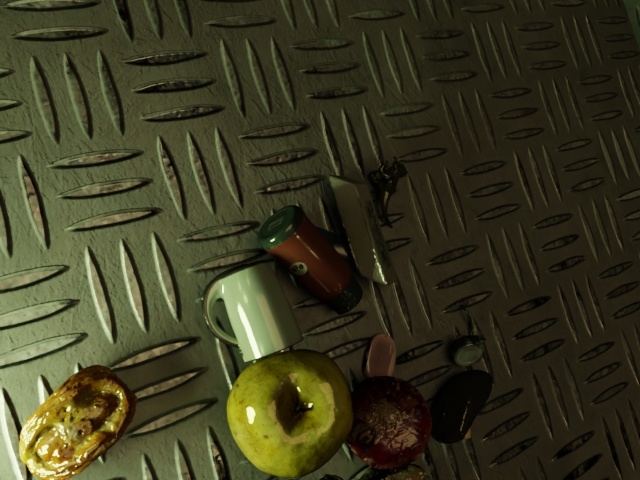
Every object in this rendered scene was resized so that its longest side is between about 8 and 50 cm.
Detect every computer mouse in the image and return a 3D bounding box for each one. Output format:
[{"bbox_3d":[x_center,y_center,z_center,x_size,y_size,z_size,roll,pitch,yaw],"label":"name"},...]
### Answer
[{"bbox_3d":[0.407,0.472,1.733,0.270,0.137,0.086,-47,109,-28],"label":"computer mouse"}]

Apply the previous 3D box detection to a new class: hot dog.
[{"bbox_3d":[-0.531,0.401,1.281,0.175,0.114,0.259,48,62,-10],"label":"hot dog"}]

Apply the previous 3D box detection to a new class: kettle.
[{"bbox_3d":[-0.183,0.180,1.483,0.221,0.161,0.236,-19,86,-19],"label":"kettle"}]

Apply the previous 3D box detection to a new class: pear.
[{"bbox_3d":[-0.072,0.418,1.418,0.303,0.304,0.304,6,77,-26],"label":"pear"}]

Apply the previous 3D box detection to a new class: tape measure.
[{"bbox_3d":[0.444,0.302,1.847,0.107,0.104,0.180,-8,48,-6],"label":"tape measure"}]

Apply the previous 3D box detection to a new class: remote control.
[{"bbox_3d":[0.000,0.000,1.676,0.222,0.042,0.072,19,70,-22],"label":"remote control"}]

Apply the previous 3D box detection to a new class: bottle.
[{"bbox_3d":[-0.016,0.067,1.587,0.336,0.144,0.144,49,62,-25],"label":"bottle"}]

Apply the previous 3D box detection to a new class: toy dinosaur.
[{"bbox_3d":[0.238,-0.162,1.808,0.187,0.087,0.179,-41,98,-26],"label":"toy dinosaur"}]

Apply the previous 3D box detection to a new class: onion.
[{"bbox_3d":[0.176,0.489,1.581,0.246,0.190,0.246,3,57,-4],"label":"onion"}]

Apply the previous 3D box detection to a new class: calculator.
[{"bbox_3d":[0.172,0.353,1.702,0.103,0.024,0.166,19,73,-23],"label":"calculator"}]

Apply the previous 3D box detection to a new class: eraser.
[{"bbox_3d":[0.126,-0.034,1.702,0.111,0.077,0.353,-13,85,-64],"label":"eraser"}]

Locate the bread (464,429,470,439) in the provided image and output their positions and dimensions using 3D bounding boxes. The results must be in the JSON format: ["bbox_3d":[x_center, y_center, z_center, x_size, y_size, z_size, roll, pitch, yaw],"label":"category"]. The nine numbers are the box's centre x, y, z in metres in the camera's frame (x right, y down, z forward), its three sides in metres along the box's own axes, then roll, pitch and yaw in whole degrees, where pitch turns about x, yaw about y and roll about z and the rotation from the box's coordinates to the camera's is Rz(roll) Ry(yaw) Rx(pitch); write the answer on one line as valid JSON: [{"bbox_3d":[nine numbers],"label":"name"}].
[{"bbox_3d":[0.415,0.571,1.776,0.083,0.035,0.070,-3,80,-21],"label":"bread"}]

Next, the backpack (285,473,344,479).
[{"bbox_3d":[-0.070,0.731,1.293,0.254,0.363,0.446,17,87,15],"label":"backpack"}]

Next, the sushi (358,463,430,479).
[{"bbox_3d":[0.153,0.745,1.528,0.350,0.171,0.211,-33,93,-30],"label":"sushi"}]
